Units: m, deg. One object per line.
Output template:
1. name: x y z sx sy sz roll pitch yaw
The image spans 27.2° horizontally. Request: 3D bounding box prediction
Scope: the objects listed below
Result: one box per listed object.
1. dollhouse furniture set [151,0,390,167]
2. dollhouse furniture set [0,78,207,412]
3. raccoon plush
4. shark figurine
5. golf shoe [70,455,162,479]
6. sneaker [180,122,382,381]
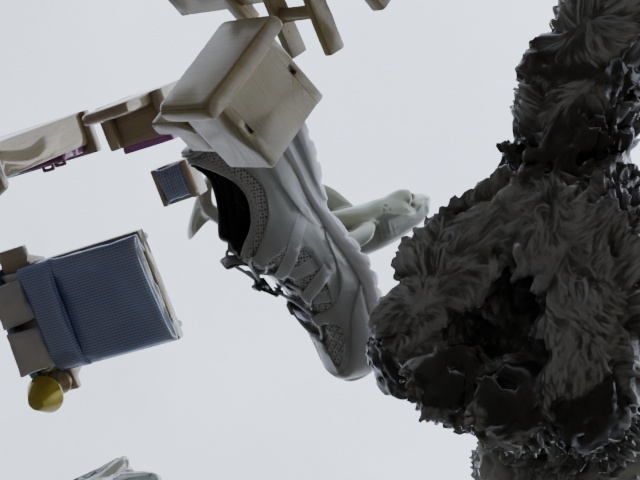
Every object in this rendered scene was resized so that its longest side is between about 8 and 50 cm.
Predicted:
1. dollhouse furniture set: -0.069 -0.124 0.638 0.182 0.101 0.161 4 -126 50
2. dollhouse furniture set: -0.251 0.029 1.357 0.287 0.198 0.303 -14 -79 22
3. raccoon plush: 0.238 0.045 1.001 0.216 0.299 0.446 27 -98 41
4. shark figurine: -0.026 0.007 1.424 0.278 0.166 0.116 2 -62 8
5. golf shoe: -0.097 0.156 0.592 0.105 0.120 0.273 52 -19 -18
6. sneaker: -0.038 0.011 1.173 0.105 0.115 0.281 0 -61 59
